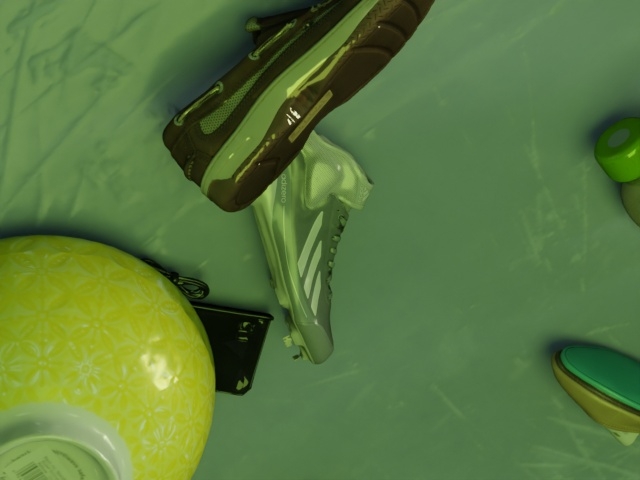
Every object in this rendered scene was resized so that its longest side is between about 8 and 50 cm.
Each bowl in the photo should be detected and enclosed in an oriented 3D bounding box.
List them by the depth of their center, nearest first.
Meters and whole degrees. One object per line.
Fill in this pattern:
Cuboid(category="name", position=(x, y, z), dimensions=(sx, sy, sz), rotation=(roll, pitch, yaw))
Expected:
Cuboid(category="bowl", position=(-0.217, 0.155, 1.503), dimensions=(0.289, 0.156, 0.289), rotation=(-4, 117, -8))

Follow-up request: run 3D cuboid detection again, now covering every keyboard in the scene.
Cuboid(category="keyboard", position=(-0.130, 0.065, 1.574), dimensions=(0.180, 0.023, 0.108), rotation=(9, 116, -17))

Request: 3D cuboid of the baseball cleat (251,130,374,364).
Cuboid(category="baseball cleat", position=(0.000, 0.000, 1.548), dimensions=(0.109, 0.072, 0.206), rotation=(-19, 115, -4))

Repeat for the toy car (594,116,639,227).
Cuboid(category="toy car", position=(0.345, -0.080, 1.584), dimensions=(0.155, 0.149, 0.188), rotation=(49, 67, -28))

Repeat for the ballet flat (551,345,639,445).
Cuboid(category="ballet flat", position=(0.293, 0.153, 1.675), dimensions=(0.232, 0.080, 0.073), rotation=(15, 123, -16))

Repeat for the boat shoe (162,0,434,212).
Cuboid(category="boat shoe", position=(-0.018, -0.145, 1.473), dimensions=(0.095, 0.095, 0.257), rotation=(40, 78, 17))
